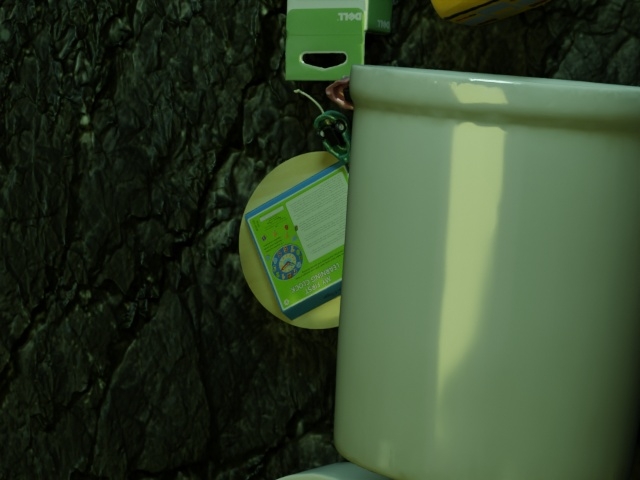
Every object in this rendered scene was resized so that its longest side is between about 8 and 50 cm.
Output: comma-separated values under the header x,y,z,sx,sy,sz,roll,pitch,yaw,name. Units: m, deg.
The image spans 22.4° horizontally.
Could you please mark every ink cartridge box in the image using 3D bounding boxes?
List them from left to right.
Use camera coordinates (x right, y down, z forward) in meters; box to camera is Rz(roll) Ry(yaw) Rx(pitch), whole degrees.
x,y,z,sx,sy,sz,roll,pitch,yaw,name
0.022,-0.284,1.830,0.109,0.062,0.209,4,94,30,ink cartridge box

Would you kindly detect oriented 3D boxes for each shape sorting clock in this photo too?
x,y,z,sx,sy,sz,roll,pitch,yaw,name
0.000,0.000,1.865,0.206,0.040,0.206,-4,80,25,shape sorting clock

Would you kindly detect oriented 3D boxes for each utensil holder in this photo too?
x,y,z,sx,sy,sz,roll,pitch,yaw,name
0.178,0.030,1.597,0.328,0.327,0.385,8,97,31,utensil holder

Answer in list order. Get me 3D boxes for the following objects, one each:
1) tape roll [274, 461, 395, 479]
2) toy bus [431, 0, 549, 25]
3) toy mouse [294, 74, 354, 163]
x,y,z,sx,sy,sz,roll,pitch,yaw,name
0.021,0.399,1.832,0.286,0.100,0.286,1,91,31,tape roll
0.146,-0.405,1.712,0.108,0.130,0.332,-17,83,31,toy bus
0.035,-0.140,1.801,0.143,0.031,0.161,30,137,22,toy mouse
